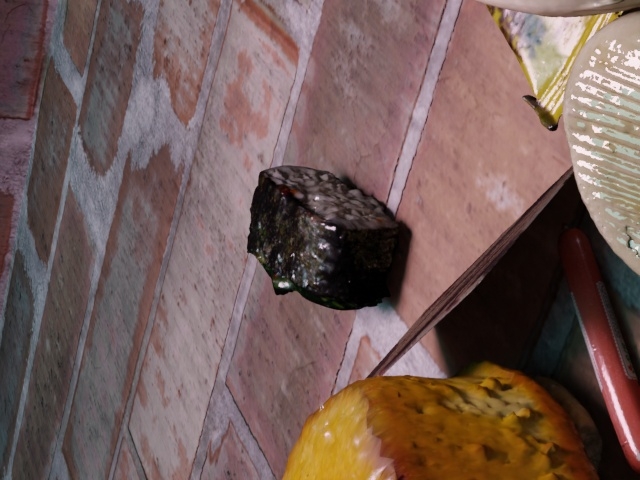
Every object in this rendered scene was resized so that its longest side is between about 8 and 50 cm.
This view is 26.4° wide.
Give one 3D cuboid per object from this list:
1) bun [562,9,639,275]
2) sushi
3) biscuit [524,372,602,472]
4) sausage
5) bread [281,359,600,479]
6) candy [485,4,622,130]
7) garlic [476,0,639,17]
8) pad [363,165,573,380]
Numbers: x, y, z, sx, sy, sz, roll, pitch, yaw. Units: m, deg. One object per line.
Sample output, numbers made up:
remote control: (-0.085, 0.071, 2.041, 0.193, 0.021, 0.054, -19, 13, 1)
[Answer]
bun: (0.282, -0.067, 0.963, 0.231, 0.133, 0.231, 35, 137, 40)
sushi: (0.000, 0.000, 1.568, 0.225, 0.124, 0.127, 36, 120, 54)
biscuit: (0.180, 0.220, 1.253, 0.265, 0.040, 0.188, 137, 131, -58)
sausage: (0.241, 0.088, 1.148, 0.034, 0.034, 0.253, 126, 140, -49)
bread: (0.086, 0.271, 1.149, 0.337, 0.204, 0.358, -65, 25, 22)
candy: (0.197, -0.245, 1.225, 0.187, 0.081, 0.297, -65, 30, 32)
garlic: (0.217, -0.302, 0.972, 0.313, 0.249, 0.286, -46, 43, 33)
pad: (0.118, 0.052, 1.257, 0.004, 0.220, 0.330, 43, 140, 3)
